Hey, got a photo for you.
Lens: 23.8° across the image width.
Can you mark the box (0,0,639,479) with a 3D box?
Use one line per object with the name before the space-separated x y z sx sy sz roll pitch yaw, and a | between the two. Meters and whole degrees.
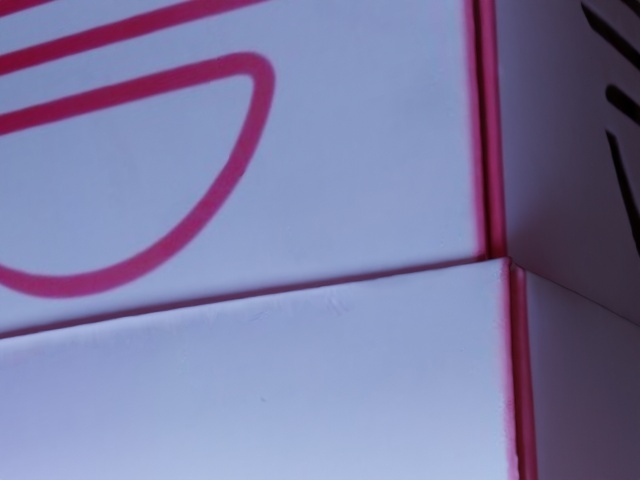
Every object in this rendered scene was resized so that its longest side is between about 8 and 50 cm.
box | 0.000 0.000 0.624 0.312 0.314 0.300 -10 71 30
